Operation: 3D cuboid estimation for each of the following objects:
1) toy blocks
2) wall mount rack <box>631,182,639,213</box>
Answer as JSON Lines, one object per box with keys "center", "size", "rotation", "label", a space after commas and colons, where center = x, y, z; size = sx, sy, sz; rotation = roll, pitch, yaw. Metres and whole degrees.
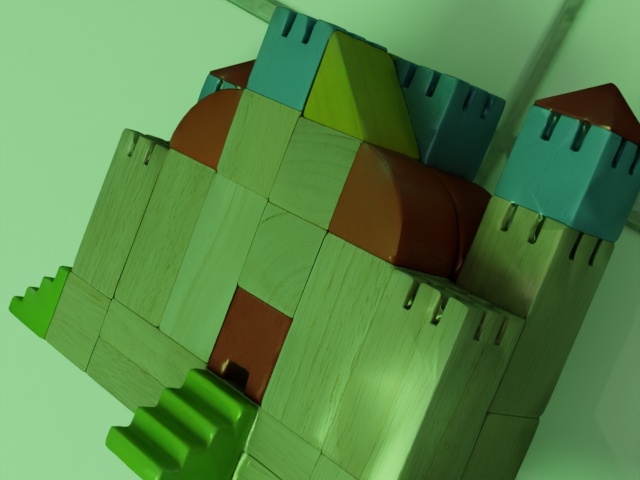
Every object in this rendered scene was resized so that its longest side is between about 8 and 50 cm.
{"center": [0.000, 0.000, 0.628], "size": [0.381, 0.190, 0.261], "rotation": [28, 99, 43], "label": "toy blocks"}
{"center": [0.284, -0.095, 0.497], "size": [0.304, 0.130, 0.350], "rotation": [14, 98, 48], "label": "wall mount rack"}
